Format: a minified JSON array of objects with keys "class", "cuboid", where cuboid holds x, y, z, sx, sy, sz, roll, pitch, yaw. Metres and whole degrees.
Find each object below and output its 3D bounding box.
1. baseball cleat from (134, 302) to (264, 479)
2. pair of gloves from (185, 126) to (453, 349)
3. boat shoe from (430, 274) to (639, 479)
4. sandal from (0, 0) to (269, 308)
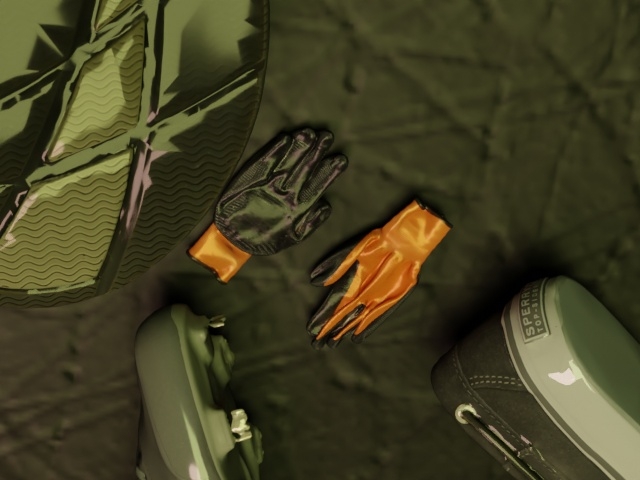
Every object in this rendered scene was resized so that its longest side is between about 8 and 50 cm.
[{"class":"baseball cleat","cuboid":[-0.064,0.126,0.644,0.109,0.072,0.206,-11,110,6]},{"class":"pair of gloves","cuboid":[0.000,0.000,0.629,0.083,0.010,0.074,36,106,-15]},{"class":"boat shoe","cuboid":[0.127,0.113,0.658,0.076,0.080,0.228,-31,116,26]},{"class":"sandal","cuboid":[-0.080,-0.129,0.533,0.120,0.086,0.303,0,96,-12]}]
